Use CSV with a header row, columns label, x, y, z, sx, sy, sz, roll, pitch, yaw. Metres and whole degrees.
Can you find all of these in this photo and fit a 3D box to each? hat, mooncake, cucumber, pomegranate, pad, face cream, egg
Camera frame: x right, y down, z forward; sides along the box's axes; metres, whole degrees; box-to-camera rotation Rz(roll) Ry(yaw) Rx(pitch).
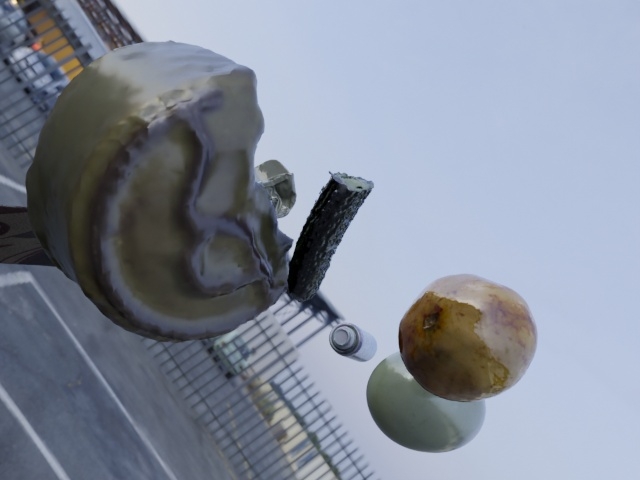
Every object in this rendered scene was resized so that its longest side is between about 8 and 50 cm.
label,x,y,z,sx,sy,sz,roll,pitch,yaw
hat,-0.184,-0.149,2.040,0.244,0.214,0.149,-127,-161,-71
mooncake,-0.192,-0.059,0.942,0.246,0.393,0.394,29,-2,42
cucumber,-0.001,-0.003,0.902,0.067,0.067,0.245,51,-44,23
pomegranate,0.261,0.176,1.161,0.248,0.248,0.248,53,-11,15
pad,-0.550,-0.003,1.230,0.220,0.330,0.004,125,-36,-53
face cream,0.072,0.228,1.458,0.075,0.075,0.229,51,3,20
egg,0.226,0.340,1.395,0.269,0.219,0.219,18,6,-25
